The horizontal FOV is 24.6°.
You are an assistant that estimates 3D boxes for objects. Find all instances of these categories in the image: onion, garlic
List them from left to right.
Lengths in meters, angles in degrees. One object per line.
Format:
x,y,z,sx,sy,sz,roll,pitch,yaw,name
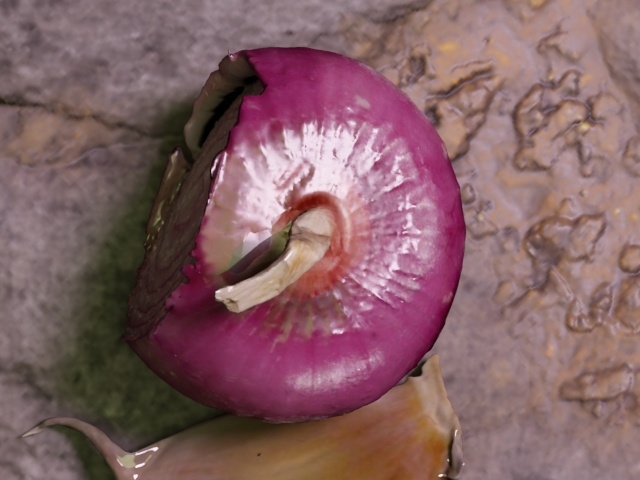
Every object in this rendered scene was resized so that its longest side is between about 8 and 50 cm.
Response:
-0.042,0.169,0.880,0.266,0.148,0.129,-2,128,-10,garlic
-0.005,0.002,0.844,0.200,0.201,0.207,7,59,-6,onion
